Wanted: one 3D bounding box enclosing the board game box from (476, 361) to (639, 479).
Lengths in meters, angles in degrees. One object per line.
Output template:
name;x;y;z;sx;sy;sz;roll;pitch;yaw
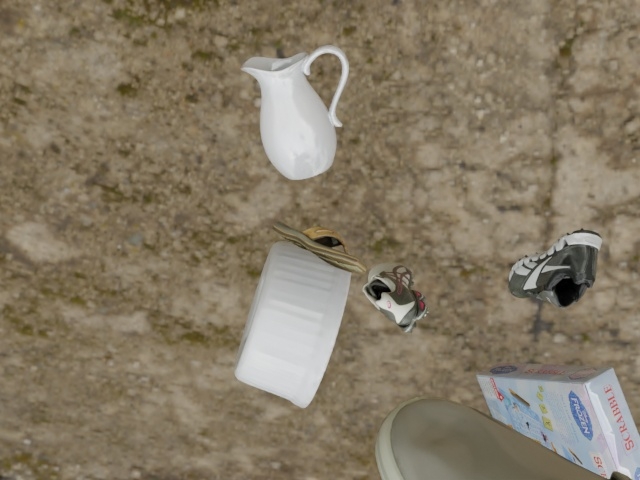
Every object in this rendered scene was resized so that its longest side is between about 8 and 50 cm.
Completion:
board game box;0.426;0.366;1.471;0.065;0.319;0.318;-23;-177;-22

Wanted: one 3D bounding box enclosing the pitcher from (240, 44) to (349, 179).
pitcher;-0.023;-0.217;1.456;0.177;0.125;0.207;-9;115;16

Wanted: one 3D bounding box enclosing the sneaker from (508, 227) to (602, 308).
sneaker;0.385;0.070;1.452;0.078;0.106;0.234;15;154;-16

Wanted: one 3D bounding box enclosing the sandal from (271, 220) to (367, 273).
sandal;0.000;0.000;1.364;0.180;0.049;0.072;27;174;34

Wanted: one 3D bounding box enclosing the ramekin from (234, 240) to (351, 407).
ramekin;-0.052;0.134;1.486;0.135;0.277;0.277;18;147;-5

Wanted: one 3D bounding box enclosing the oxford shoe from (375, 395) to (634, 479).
oxford shoe;0.230;0.229;0.579;0.449;0.169;0.130;35;130;31

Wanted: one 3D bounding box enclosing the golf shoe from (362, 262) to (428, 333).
golf shoe;0.154;0.104;1.988;0.120;0.273;0.105;31;99;-23
